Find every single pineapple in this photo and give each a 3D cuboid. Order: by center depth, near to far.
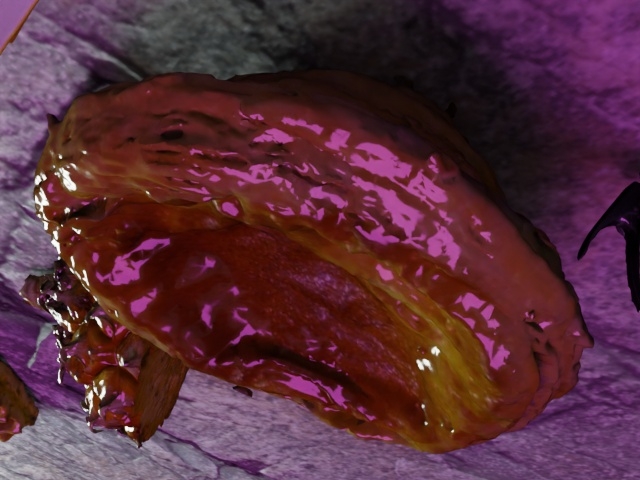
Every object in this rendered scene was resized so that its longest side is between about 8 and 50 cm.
[{"bbox_3d":[-0.192,0.088,0.871,0.164,0.139,0.250,18,151,-3],"label":"pineapple"}]

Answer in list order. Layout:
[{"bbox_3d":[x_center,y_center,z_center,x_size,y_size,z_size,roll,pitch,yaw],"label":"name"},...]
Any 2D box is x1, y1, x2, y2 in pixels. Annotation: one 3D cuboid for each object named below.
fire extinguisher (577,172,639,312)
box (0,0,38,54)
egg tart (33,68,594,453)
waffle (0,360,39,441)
[{"bbox_3d":[0.262,0.017,0.601,0.231,0.099,0.071,17,155,-6],"label":"fire extinguisher"},{"bbox_3d":[-0.228,-0.202,0.461,0.265,0.097,0.168,29,146,-22],"label":"box"},{"bbox_3d":[0.000,0.000,0.638,0.352,0.150,0.352,16,149,10],"label":"egg tart"},{"bbox_3d":[-0.416,0.169,1.160,0.161,0.055,0.211,6,148,12],"label":"waffle"}]
